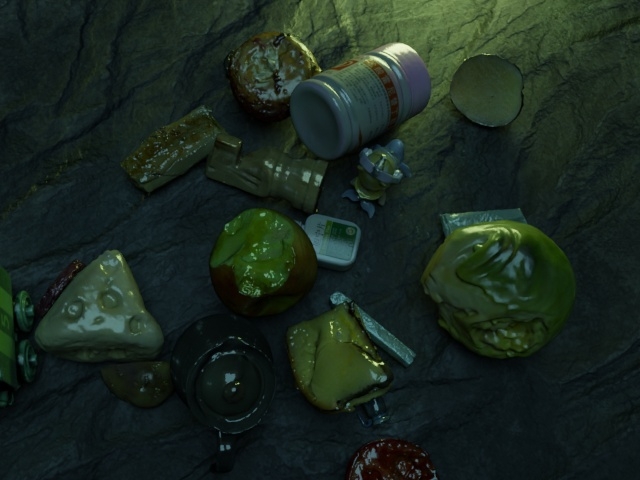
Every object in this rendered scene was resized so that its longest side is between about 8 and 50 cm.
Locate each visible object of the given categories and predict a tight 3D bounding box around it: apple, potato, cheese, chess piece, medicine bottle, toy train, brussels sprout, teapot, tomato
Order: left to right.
[{"bbox_3d":[-0.694,0.195,1.546,0.166,0.238,0.299,-11,69,-7],"label":"toy train"},{"bbox_3d":[-0.481,0.185,1.611,0.247,0.174,0.251,-34,80,-19],"label":"cheese"},{"bbox_3d":[-0.398,0.310,1.609,0.171,0.089,0.101,0,71,-8],"label":"potato"},{"bbox_3d":[-0.211,0.309,1.509,0.223,0.285,0.305,33,84,-12],"label":"teapot"},{"bbox_3d":[-0.134,0.045,1.658,0.246,0.246,0.226,-15,65,-12],"label":"apple"},{"bbox_3d":[-0.135,-0.166,1.815,0.300,0.137,0.137,15,67,3],"label":"chess piece"},{"bbox_3d":[0.000,0.000,1.788,0.183,0.069,0.119,13,69,1],"label":"medicine bottle"},{"bbox_3d":[0.101,-0.347,1.830,0.315,0.202,0.202,-33,74,-32],"label":"medicine bottle"},{"bbox_3d":[0.113,0.372,1.660,0.063,0.049,0.083,-19,72,-13],"label":"teapot"},{"bbox_3d":[0.144,0.536,1.575,0.227,0.101,0.228,4,72,-13],"label":"tomato"},{"bbox_3d":[0.442,-0.409,1.975,0.202,0.182,0.117,25,25,-3],"label":"potato"},{"bbox_3d":[0.407,0.101,1.684,0.343,0.268,0.344,0,74,-1],"label":"brussels sprout"}]

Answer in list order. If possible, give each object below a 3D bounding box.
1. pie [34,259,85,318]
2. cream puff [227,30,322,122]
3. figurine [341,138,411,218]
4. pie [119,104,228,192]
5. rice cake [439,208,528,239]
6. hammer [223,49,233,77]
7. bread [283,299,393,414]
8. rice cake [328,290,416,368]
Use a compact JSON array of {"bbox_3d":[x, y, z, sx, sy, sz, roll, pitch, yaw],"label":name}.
[{"bbox_3d":[-0.574,0.106,1.641,0.038,0.153,0.154,37,69,-6],"label":"pie"},{"bbox_3d":[-0.115,-0.412,1.892,0.239,0.164,0.240,-3,70,7],"label":"cream puff"},{"bbox_3d":[0.139,-0.159,1.817,0.128,0.184,0.209,36,112,10],"label":"figurine"},{"bbox_3d":[-0.356,-0.229,1.841,0.282,0.068,0.128,-40,79,-20],"label":"pie"},{"bbox_3d":[0.413,-0.035,1.860,0.226,0.040,0.085,-6,68,-8],"label":"rice cake"},{"bbox_3d":[-0.160,-0.478,1.987,0.200,0.021,0.078,-6,69,-9],"label":"hammer"},{"bbox_3d":[0.037,0.277,1.628,0.204,0.163,0.262,-20,43,-2],"label":"bread"},{"bbox_3d":[0.117,0.205,1.730,0.245,0.045,0.042,40,70,10],"label":"rice cake"}]
